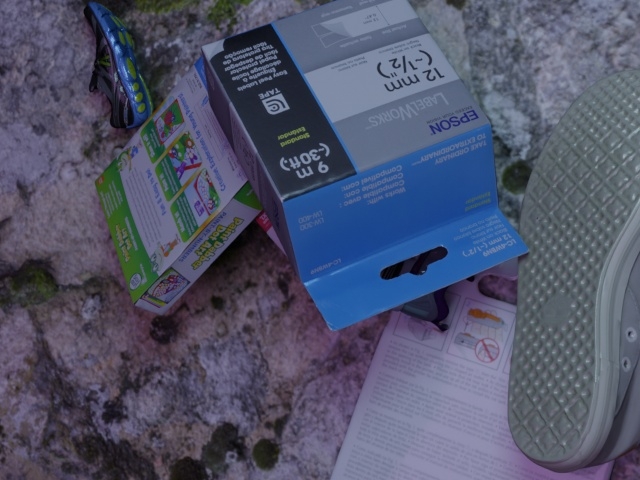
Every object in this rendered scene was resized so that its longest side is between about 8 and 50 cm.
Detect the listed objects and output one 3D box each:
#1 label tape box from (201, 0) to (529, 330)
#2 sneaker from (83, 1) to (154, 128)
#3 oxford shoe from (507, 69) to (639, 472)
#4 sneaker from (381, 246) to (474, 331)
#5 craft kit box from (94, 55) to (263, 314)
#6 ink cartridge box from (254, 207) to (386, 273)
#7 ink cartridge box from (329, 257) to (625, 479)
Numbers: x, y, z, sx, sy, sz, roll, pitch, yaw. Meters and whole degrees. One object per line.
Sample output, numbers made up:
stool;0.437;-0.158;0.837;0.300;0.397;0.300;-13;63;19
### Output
label tape box;0.048;-0.104;1.105;0.249;0.115;0.348;-21;59;-13
sneaker;-0.295;-0.243;1.387;0.078;0.067;0.188;-20;87;17
oxford shoe;0.307;0.032;1.093;0.169;0.130;0.449;-4;70;50
sneaker;0.153;-0.006;1.199;0.098;0.083;0.224;27;84;-9
craft kit box;-0.178;-0.074;1.291;0.246;0.061;0.250;-43;46;17
ink cartridge box;0.000;0.000;1.244;0.063;0.109;0.150;-45;75;18
ink cartridge box;0.204;0.213;1.199;0.308;0.091;0.385;18;82;23
